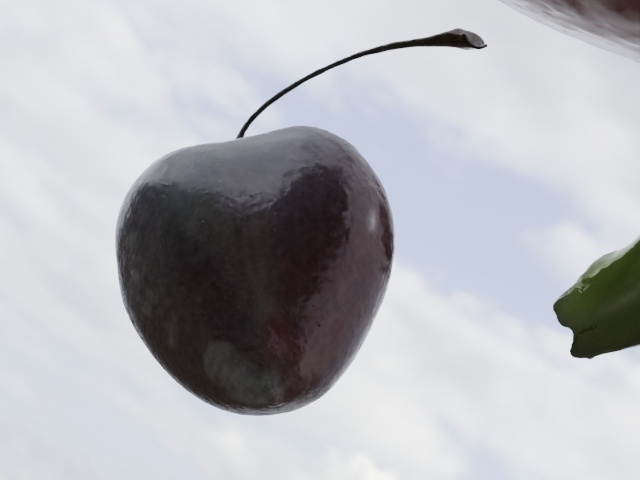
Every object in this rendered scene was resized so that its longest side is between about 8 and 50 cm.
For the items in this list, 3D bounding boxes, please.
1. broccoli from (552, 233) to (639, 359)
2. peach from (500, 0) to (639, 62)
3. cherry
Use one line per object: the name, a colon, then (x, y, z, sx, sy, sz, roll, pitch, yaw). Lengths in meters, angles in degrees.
broccoli: (0.339, -0.023, 1.239, 0.254, 0.186, 0.302, 25, -37, -8)
peach: (0.148, -0.222, 0.615, 0.370, 0.370, 0.370, 26, -18, 9)
cherry: (0.000, 0.003, 0.835, 0.188, 0.148, 0.115, -15, -64, 6)
